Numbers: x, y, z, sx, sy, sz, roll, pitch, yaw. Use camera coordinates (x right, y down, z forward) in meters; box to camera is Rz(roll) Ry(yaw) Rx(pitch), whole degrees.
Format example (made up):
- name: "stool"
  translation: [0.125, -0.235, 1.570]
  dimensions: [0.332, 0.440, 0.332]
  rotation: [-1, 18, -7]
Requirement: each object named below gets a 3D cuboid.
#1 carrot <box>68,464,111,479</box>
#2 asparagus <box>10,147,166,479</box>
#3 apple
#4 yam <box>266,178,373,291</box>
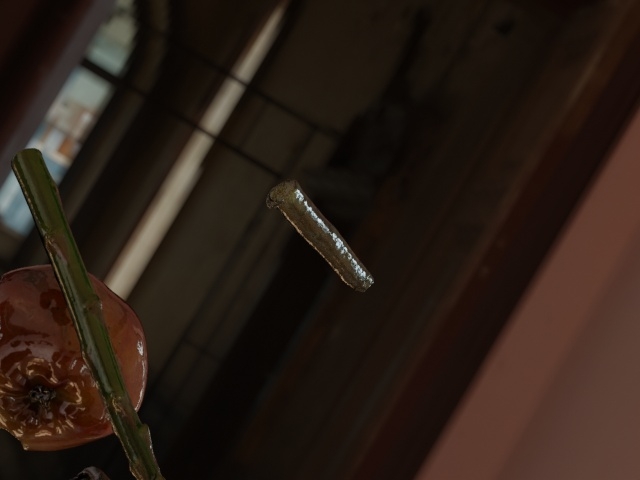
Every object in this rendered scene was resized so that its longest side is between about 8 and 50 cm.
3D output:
- name: "carrot"
  translation: [-0.110, 0.274, 1.562]
  dimensions: [0.260, 0.070, 0.070]
  rotation: [44, -8, -21]
- name: "asparagus"
  translation: [-0.071, 0.042, 0.664]
  dimensions: [0.016, 0.016, 0.162]
  rotation: [-44, -115, 54]
- name: "apple"
  translation: [-0.216, 0.101, 1.650]
  dimensions: [0.158, 0.147, 0.156]
  rotation: [-120, -165, -65]
- name: "yam"
  translation: [0.000, 0.000, 1.664]
  dimensions: [0.129, 0.033, 0.027]
  rotation: [51, -4, -35]
